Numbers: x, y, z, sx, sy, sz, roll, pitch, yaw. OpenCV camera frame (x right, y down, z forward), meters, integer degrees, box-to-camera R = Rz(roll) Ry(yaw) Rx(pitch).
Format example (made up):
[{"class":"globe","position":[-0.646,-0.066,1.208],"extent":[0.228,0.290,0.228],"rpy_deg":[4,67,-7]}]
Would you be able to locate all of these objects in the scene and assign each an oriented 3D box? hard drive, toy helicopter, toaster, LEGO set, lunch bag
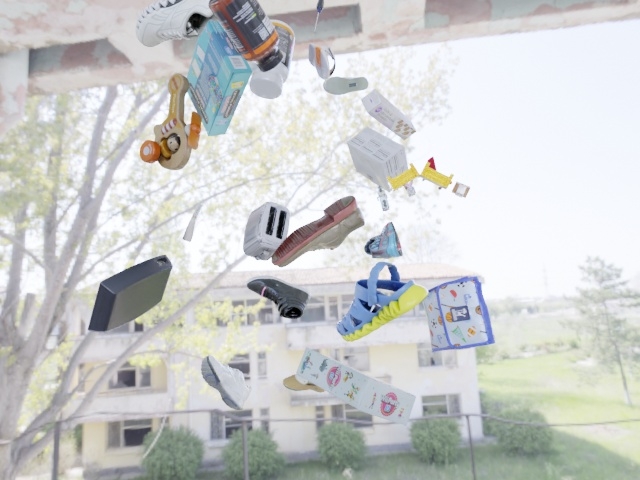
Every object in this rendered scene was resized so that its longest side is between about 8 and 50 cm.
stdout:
[{"class":"hard drive","position":[-0.510,0.145,1.260],"extent":[0.054,0.172,0.254],"rpy_deg":[29,22,10]},{"class":"toy helicopter","position":[-0.518,-0.433,1.670],"extent":[0.234,0.355,0.140],"rpy_deg":[3,-2,31]},{"class":"toaster","position":[-0.191,-0.044,1.661],"extent":[0.129,0.227,0.146],"rpy_deg":[22,-26,-26]},{"class":"LEGO set","position":[0.319,-0.174,1.454],"extent":[0.286,0.132,0.107],"rpy_deg":[-8,-7,5]},{"class":"lunch bag","position":[0.672,0.363,2.228],"extent":[0.238,0.328,0.385],"rpy_deg":[-5,-14,-19]}]

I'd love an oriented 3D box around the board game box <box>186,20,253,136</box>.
[{"class":"board game box","position":[-0.384,-0.591,1.679],"extent":[0.079,0.254,0.336],"rpy_deg":[-17,-18,-35]}]

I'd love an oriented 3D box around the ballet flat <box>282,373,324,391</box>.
[{"class":"ballet flat","position":[-0.056,0.577,1.894],"extent":[0.232,0.073,0.080],"rpy_deg":[23,17,-43]}]

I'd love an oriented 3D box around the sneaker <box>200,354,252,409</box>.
[{"class":"sneaker","position":[-0.411,0.601,1.998],"extent":[0.111,0.297,0.129],"rpy_deg":[-9,31,39]}]

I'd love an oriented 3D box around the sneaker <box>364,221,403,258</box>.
[{"class":"sneaker","position":[0.210,0.002,1.597],"extent":[0.125,0.104,0.262],"rpy_deg":[-14,7,8]}]

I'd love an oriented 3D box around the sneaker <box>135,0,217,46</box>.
[{"class":"sneaker","position":[-0.400,-0.607,1.272],"extent":[0.292,0.118,0.110],"rpy_deg":[-18,0,30]}]

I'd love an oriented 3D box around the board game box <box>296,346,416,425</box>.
[{"class":"board game box","position":[0.102,0.443,1.406],"extent":[0.224,0.098,0.303],"rpy_deg":[32,-15,-35]}]

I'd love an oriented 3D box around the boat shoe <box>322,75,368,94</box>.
[{"class":"boat shoe","position":[0.102,-0.684,2.035],"extent":[0.227,0.079,0.081],"rpy_deg":[-13,13,-26]}]

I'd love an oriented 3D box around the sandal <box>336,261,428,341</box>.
[{"class":"sandal","position":[0.135,0.155,1.176],"extent":[0.126,0.138,0.317],"rpy_deg":[-25,-15,-45]}]

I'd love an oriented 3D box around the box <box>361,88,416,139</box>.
[{"class":"box","position":[0.257,-0.452,1.675],"extent":[0.063,0.067,0.324],"rpy_deg":[-33,-22,25]}]

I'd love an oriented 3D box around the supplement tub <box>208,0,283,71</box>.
[{"class":"supplement tub","position":[-0.170,-0.506,1.098],"extent":[0.106,0.106,0.198],"rpy_deg":[-9,-43,31]}]

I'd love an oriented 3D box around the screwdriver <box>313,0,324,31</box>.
[{"class":"screwdriver","position":[-0.005,-0.757,1.538],"extent":[0.025,0.170,0.024],"rpy_deg":[-10,-34,23]}]

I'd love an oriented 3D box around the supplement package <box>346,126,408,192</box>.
[{"class":"supplement package","position":[0.283,-0.397,2.241],"extent":[0.145,0.262,0.204],"rpy_deg":[-39,-40,-12]}]

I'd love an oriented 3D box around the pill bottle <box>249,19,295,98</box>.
[{"class":"pill bottle","position":[-0.198,-0.723,1.840],"extent":[0.162,0.279,0.162],"rpy_deg":[7,-17,2]}]

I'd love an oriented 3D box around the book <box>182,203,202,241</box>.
[{"class":"book","position":[-0.487,-0.070,1.764],"extent":[0.035,0.096,0.144],"rpy_deg":[20,25,-12]}]

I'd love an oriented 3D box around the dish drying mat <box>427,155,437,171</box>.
[{"class":"dish drying mat","position":[0.372,-0.236,1.520],"extent":[0.008,0.083,0.032],"rpy_deg":[9,-27,-33]}]

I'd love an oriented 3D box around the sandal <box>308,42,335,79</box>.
[{"class":"sandal","position":[0.015,-0.688,1.725],"extent":[0.076,0.265,0.102],"rpy_deg":[-7,-52,-13]}]

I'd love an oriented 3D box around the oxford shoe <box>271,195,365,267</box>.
[{"class":"oxford shoe","position":[0.000,0.000,1.517],"extent":[0.348,0.130,0.123],"rpy_deg":[-34,27,0]}]

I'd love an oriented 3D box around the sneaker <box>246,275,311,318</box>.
[{"class":"sneaker","position":[-0.190,0.250,1.998],"extent":[0.295,0.147,0.105],"rpy_deg":[17,-55,-6]}]
